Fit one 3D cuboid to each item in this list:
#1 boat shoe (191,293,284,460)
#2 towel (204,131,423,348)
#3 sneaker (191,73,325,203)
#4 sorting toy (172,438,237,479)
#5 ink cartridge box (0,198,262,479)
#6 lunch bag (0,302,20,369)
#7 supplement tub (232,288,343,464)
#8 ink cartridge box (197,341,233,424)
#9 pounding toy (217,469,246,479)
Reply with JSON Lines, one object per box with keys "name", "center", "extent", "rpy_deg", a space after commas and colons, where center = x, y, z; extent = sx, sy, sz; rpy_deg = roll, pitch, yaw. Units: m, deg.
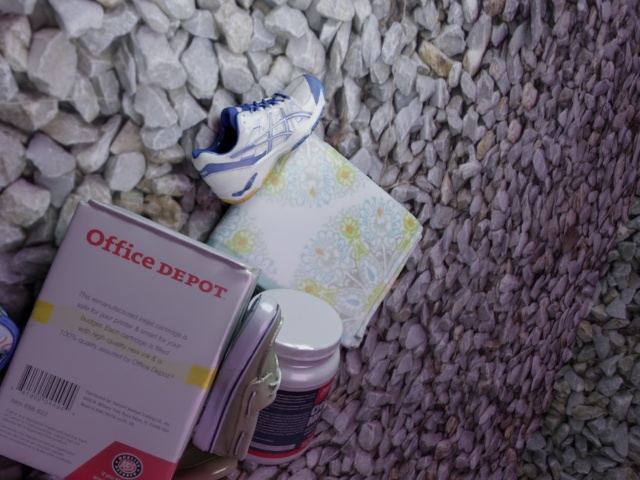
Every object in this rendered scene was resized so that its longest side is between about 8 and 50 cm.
{"name": "boat shoe", "center": [-0.109, 0.215, 0.890], "extent": [0.109, 0.094, 0.302], "rpy_deg": [-72, -175, -62]}
{"name": "towel", "center": [0.000, 0.000, 1.159], "extent": [0.374, 0.090, 0.320], "rpy_deg": [38, 74, -18]}
{"name": "sneaker", "center": [-0.106, -0.209, 1.045], "extent": [0.296, 0.112, 0.131], "rpy_deg": [-54, 128, -16]}
{"name": "sorting toy", "center": [-0.327, 0.421, 1.005], "extent": [0.307, 0.229, 0.041], "rpy_deg": [-11, 95, -39]}
{"name": "ink cartridge box", "center": [-0.290, 0.165, 0.898], "extent": [0.279, 0.160, 0.384], "rpy_deg": [24, 90, -2]}
{"name": "lunch bag", "center": [-0.576, 0.140, 0.760], "extent": [0.243, 0.115, 0.303], "rpy_deg": [-52, 131, -11]}
{"name": "supplement tub", "center": [-0.075, 0.244, 1.042], "extent": [0.191, 0.191, 0.272], "rpy_deg": [-9, 127, -39]}
{"name": "ink cartridge box", "center": [-0.251, 0.280, 1.122], "extent": [0.191, 0.082, 0.139], "rpy_deg": [-9, 112, -41]}
{"name": "pounding toy", "center": [-0.227, 0.549, 1.232], "extent": [0.141, 0.100, 0.130], "rpy_deg": [-30, 124, -30]}
